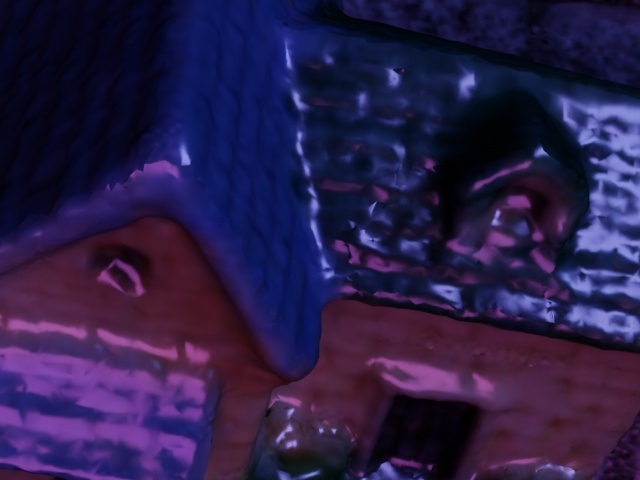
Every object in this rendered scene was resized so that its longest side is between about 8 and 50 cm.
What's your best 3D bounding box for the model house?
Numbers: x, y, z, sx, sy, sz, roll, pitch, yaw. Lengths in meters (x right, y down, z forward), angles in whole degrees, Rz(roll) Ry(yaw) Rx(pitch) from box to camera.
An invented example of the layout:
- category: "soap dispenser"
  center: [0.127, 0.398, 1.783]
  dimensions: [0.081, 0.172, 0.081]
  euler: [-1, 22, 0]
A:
- category: "model house"
  center: [0.000, 0.000, 0.760]
  dimensions: [0.382, 0.334, 0.342]
  euler: [12, 134, -9]
